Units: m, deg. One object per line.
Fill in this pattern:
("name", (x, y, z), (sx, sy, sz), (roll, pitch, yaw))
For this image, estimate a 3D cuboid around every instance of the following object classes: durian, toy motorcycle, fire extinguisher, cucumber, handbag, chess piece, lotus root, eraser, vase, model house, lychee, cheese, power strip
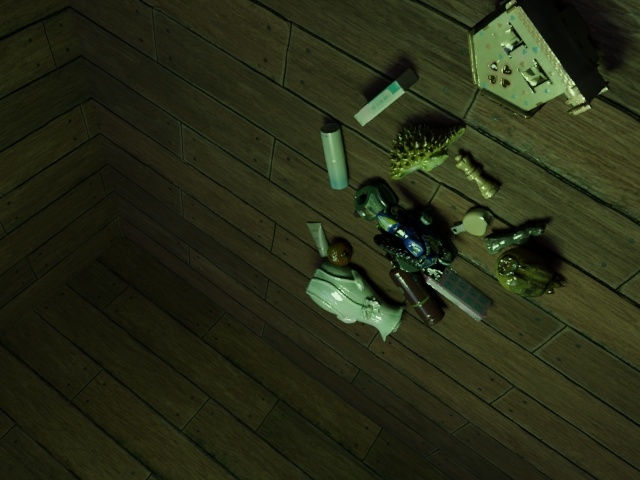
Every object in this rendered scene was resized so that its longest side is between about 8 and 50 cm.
("durian", (0.321, -0.278, 1.674), (0.166, 0.172, 0.306), (27, 144, -22))
("toy motorcycle", (0.333, -0.006, 1.837), (0.315, 0.169, 0.113), (41, 133, 3))
("fire extinguisher", (0.384, 0.194, 2.188), (0.341, 0.105, 0.141), (53, 177, -6))
("cucumber", (0.330, 0.050, 1.960), (0.303, 0.072, 0.081), (31, 143, 19))
("handbag", (0.368, -0.002, 1.999), (0.247, 0.079, 0.260), (-12, 117, 49))
("chess piece", (0.490, -0.209, 1.660), (0.172, 0.060, 0.060), (46, 147, -3))
("lotus root", (0.688, 0.112, 1.724), (0.278, 0.154, 0.154), (16, 158, -29))
("eraser", (0.203, -0.447, 1.639), (0.052, 0.095, 0.225), (48, 146, -9))
("vase", (0.167, 0.271, 2.394), (0.445, 0.250, 0.250), (31, 146, 8))
("model house", (0.511, -0.441, 1.289), (0.326, 0.169, 0.244), (50, 153, -9))
("lychee", (0.086, 0.059, 2.329), (0.114, 0.114, 0.146), (53, 168, -17))
("cheese", (0.526, -0.052, 1.806), (0.092, 0.047, 0.171), (41, 147, 5))
("power strip", (0.535, 0.194, 2.023), (0.278, 0.109, 0.037), (38, 145, 6))

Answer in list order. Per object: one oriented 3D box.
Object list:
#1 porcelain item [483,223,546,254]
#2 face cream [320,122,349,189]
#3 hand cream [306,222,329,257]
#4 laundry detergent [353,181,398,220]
("porcelain item", (0.640, -0.015, 1.703), (0.215, 0.081, 0.069), (-27, 90, 54))
("face cream", (0.055, -0.313, 1.961), (0.077, 0.077, 0.250), (19, 139, 31))
("hand cream", (0.000, 0.000, 2.409), (0.087, 0.054, 0.186), (-1, 122, 42))
("laundry detergent", (0.191, -0.143, 2.023), (0.144, 0.078, 0.221), (53, 148, -11))
